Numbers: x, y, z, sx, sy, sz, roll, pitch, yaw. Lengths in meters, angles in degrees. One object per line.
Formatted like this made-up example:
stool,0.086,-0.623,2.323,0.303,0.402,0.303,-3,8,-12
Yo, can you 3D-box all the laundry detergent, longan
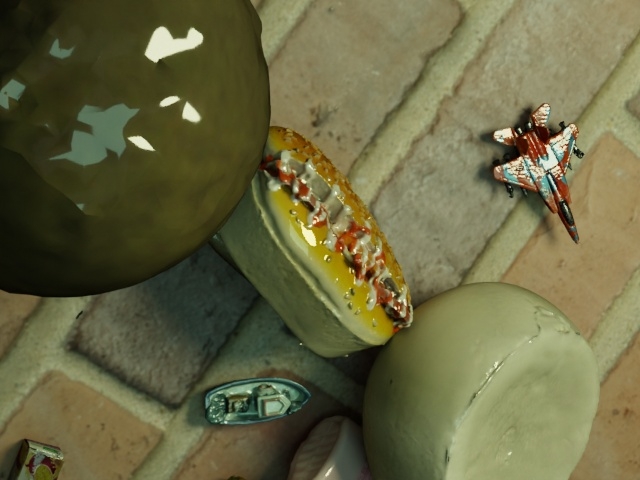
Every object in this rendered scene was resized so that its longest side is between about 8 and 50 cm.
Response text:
laundry detergent,0.088,0.386,1.769,0.335,0.088,0.159,51,49,-24
longan,-0.251,-0.143,1.384,0.404,0.436,0.404,9,77,-40

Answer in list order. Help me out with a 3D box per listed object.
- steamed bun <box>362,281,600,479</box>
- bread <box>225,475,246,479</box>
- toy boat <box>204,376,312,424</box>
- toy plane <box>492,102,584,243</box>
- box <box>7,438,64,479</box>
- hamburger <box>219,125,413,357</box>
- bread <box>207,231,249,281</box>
steamed bun,0.189,0.206,1.692,0.324,0.206,0.324,-19,120,-35
bread,-0.075,0.399,1.728,0.172,0.103,0.132,36,67,-19
toy boat,-0.078,0.205,1.702,0.140,0.066,0.059,-5,101,-17
toy plane,0.296,-0.078,1.751,0.130,0.061,0.189,-30,114,-9
box,-0.377,0.347,1.658,0.050,0.041,0.207,20,97,-24
hamburger,0.000,0.000,1.596,0.151,0.227,0.295,-35,113,17
bread,-0.111,-0.007,1.634,0.053,0.073,0.214,-42,110,5
